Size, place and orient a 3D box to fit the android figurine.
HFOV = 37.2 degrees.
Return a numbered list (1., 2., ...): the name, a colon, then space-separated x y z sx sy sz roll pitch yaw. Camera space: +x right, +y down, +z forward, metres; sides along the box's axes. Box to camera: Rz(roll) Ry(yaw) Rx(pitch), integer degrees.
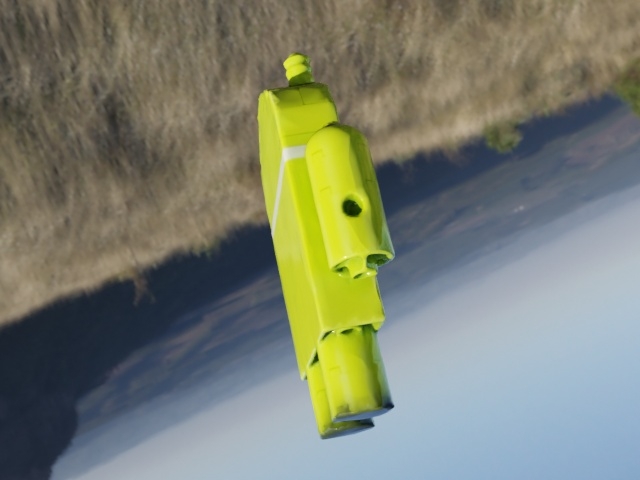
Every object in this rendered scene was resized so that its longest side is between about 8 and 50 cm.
1. android figurine: 0.000 0.000 0.690 0.056 0.272 0.248 -8 160 -8
